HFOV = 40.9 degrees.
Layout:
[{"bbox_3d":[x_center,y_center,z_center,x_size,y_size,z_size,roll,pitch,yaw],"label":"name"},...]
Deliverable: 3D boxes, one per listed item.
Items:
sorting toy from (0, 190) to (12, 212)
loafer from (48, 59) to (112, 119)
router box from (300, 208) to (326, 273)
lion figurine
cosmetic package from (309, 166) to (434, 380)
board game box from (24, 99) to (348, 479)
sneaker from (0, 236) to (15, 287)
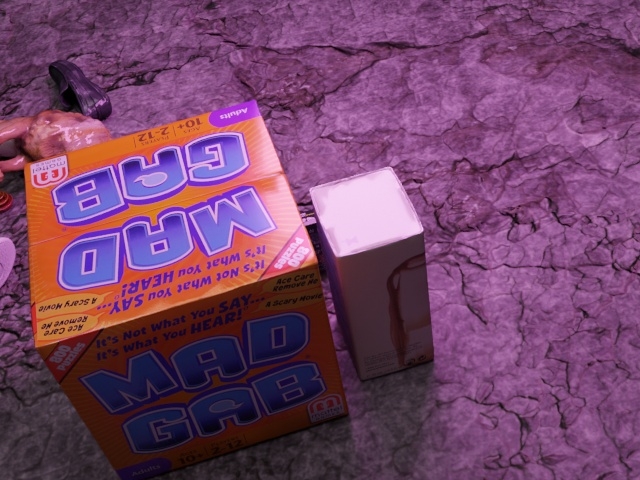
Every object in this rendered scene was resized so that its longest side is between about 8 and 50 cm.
[{"bbox_3d":[-0.667,-0.085,1.717,0.102,0.042,0.061,-4,47,6],"label":"sorting toy"},{"bbox_3d":[-0.548,-0.333,1.899,0.078,0.076,0.223,-31,54,-28],"label":"loafer"},{"bbox_3d":[0.000,0.000,1.467,0.092,0.122,0.038,-15,43,-4],"label":"router box"},{"bbox_3d":[-0.630,-0.202,1.751,0.392,0.142,0.240,13,28,28],"label":"lion figurine"},{"bbox_3d":[0.082,0.056,1.283,0.129,0.296,0.153,-16,48,-4],"label":"cosmetic package"},{"bbox_3d":[-0.194,0.075,1.272,0.356,0.356,0.356,-17,47,-5],"label":"board game box"},{"bbox_3d":[-0.677,0.073,1.540,0.151,0.094,0.256,16,51,27],"label":"sneaker"}]
